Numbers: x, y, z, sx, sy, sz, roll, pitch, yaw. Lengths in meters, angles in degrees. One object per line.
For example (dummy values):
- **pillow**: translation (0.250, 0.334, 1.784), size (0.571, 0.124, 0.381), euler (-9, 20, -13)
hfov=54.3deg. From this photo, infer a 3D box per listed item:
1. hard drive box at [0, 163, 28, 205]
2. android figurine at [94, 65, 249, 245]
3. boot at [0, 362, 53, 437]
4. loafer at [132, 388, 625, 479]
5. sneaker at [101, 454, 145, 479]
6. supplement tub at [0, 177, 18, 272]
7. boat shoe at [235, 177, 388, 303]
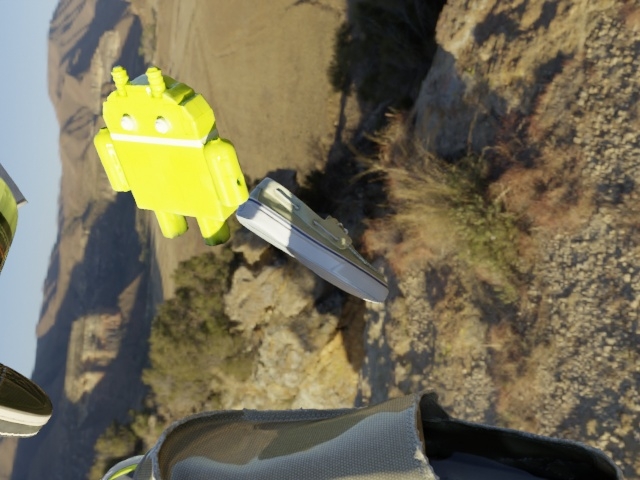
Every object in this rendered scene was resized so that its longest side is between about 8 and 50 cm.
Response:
- **hard drive box**: translation (-0.711, -0.089, 1.175), size (0.181, 0.232, 0.089), euler (59, 160, -10)
- **android figurine**: translation (-0.214, -0.116, 0.880), size (0.056, 0.248, 0.273), euler (-52, -38, -42)
- **boot**: translation (-0.607, 0.291, 0.863), size (0.138, 0.377, 0.284), euler (31, 98, 56)
- **loafer**: translation (0.033, 0.125, 0.330), size (0.102, 0.268, 0.092), euler (-75, -10, -64)
- **sneaker**: translation (-0.180, 0.315, 0.724), size (0.300, 0.111, 0.121), euler (-36, 26, 28)
- **supplement tub**: translation (-0.466, 0.070, 0.654), size (0.207, 0.207, 0.338), euler (118, 157, -48)
- **boat shoe**: translation (0.000, 0.000, 1.080), size (0.094, 0.302, 0.109), euler (-57, 5, -11)
